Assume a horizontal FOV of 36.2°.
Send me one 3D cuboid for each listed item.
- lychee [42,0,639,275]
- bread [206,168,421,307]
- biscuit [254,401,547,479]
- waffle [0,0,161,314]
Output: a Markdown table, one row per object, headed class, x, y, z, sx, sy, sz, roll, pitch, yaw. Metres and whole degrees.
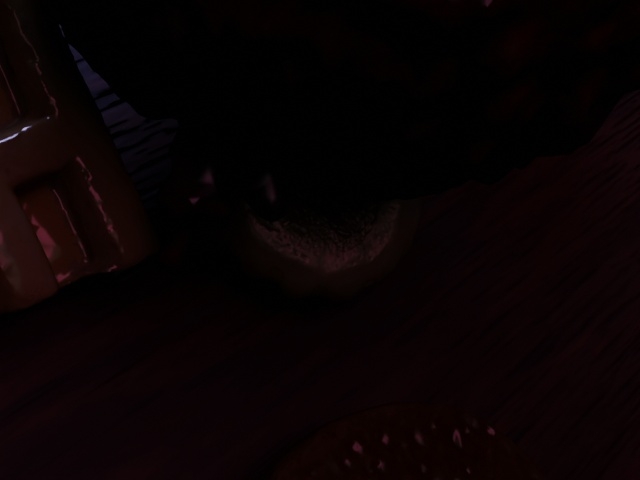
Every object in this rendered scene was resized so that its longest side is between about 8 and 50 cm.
| class | x | y | z | sx | sy | sz | roll | pitch | yaw |
| --- | --- | --- | --- | --- | --- | --- | --- | --- | --- |
| lychee | 0.020 | -0.211 | 0.549 | 0.425 | 0.424 | 0.499 | 31 | 92 | -14 |
| bread | 0.000 | 0.000 | 0.675 | 0.157 | 0.083 | 0.094 | -14 | 73 | -27 |
| biscuit | 0.074 | 0.280 | 0.575 | 0.314 | 0.063 | 0.367 | -12 | 72 | -39 |
| waffle | -0.276 | -0.068 | 0.489 | 0.348 | 0.078 | 0.304 | -30 | 99 | -44 |
